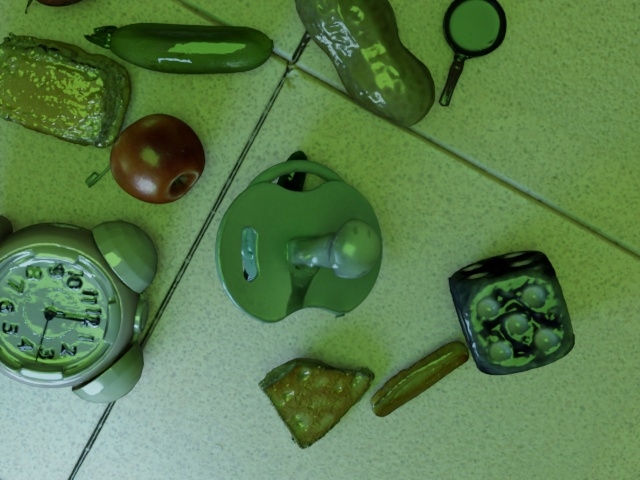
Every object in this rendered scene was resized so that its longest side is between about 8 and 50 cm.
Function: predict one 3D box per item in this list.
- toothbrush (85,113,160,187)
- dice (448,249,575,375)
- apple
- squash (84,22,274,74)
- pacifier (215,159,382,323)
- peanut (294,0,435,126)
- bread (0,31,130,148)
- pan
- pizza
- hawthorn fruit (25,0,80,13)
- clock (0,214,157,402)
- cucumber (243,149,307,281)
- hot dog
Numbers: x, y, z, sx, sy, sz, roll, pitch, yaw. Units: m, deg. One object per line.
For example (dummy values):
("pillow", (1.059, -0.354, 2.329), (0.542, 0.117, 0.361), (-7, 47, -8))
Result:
("toothbrush", (-0.365, -0.166, 1.529), (0.194, 0.014, 0.017), (-41, 95, 8))
("dice", (0.337, 0.125, 1.461), (0.183, 0.182, 0.181), (-16, 99, 7))
("apple", (-0.285, -0.142, 1.459), (0.163, 0.163, 0.139), (-44, 84, 8))
("squash", (-0.253, -0.340, 1.459), (0.341, 0.094, 0.094), (3, 99, 1))
("pacifier", (0.000, 0.000, 1.397), (0.344, 0.269, 0.288), (-7, 92, -37))
("peanut", (0.080, -0.333, 1.427), (0.149, 0.149, 0.313), (-33, 96, 7))
("bread", (-0.467, -0.264, 1.464), (0.246, 0.121, 0.174), (14, 108, -4))
("pan", (0.256, -0.335, 1.462), (0.115, 0.040, 0.212), (21, 92, -2))
("pizza", (-0.009, 0.274, 1.560), (0.204, 0.080, 0.188), (-36, 119, -2))
("hawthorn fruit", (-0.465, -0.467, 1.420), (0.189, 0.149, 0.149), (-34, 96, 3))
("clock", (-0.473, 0.119, 1.501), (0.326, 0.184, 0.341), (9, 104, -3))
("cucumber", (-0.082, -0.033, 1.520), (0.056, 0.056, 0.284), (22, 104, -1))
("hot dog", (0.182, 0.256, 1.557), (0.216, 0.047, 0.066), (-37, 132, 8))
